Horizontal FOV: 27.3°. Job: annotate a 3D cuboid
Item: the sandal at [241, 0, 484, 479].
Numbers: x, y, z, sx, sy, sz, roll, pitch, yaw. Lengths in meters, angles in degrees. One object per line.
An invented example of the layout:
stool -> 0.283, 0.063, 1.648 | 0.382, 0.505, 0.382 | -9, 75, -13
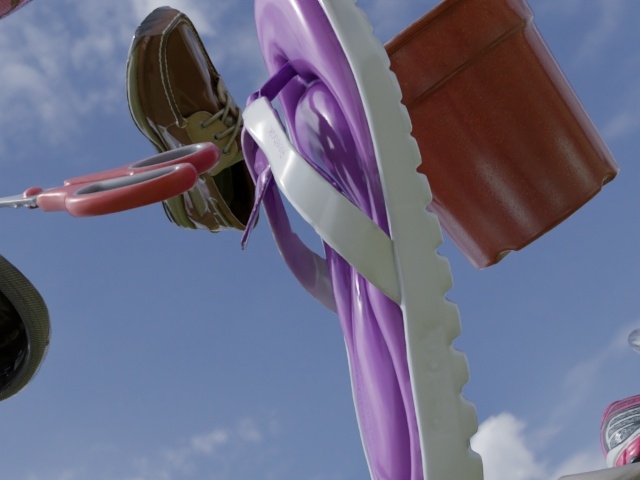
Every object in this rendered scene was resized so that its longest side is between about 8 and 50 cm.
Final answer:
sandal -> 0.004, -0.006, 0.844 | 0.102, 0.416, 0.169 | -11, -18, -19

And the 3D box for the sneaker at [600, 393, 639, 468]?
sneaker -> 0.397, 0.143, 1.183 | 0.299, 0.112, 0.120 | -16, -63, 1

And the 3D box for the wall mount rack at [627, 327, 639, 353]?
wall mount rack -> 0.310, 0.139, 0.680 | 0.304, 0.350, 0.130 | -5, -77, -60

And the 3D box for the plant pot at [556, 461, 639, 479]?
plant pot -> 0.173, 0.219, 0.862 | 0.096, 0.109, 0.109 | -23, -5, -27

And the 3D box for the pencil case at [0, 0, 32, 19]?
pencil case -> -0.187, -0.194, 0.727 | 0.386, 0.167, 0.160 | -36, -38, -35

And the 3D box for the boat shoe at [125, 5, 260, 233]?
boat shoe -> -0.134, -0.133, 1.557 | 0.122, 0.120, 0.324 | -58, -28, -33

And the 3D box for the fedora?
fedora -> -0.453, 0.073, 1.605 | 0.275, 0.124, 0.244 | 39, -69, -22

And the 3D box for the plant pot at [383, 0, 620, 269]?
plant pot -> 0.182, -0.128, 1.492 | 0.272, 0.265, 0.272 | -36, 1, 1

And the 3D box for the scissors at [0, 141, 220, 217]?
scissors -> -0.204, -0.031, 0.962 | 0.109, 0.297, 0.021 | -45, -58, -57
